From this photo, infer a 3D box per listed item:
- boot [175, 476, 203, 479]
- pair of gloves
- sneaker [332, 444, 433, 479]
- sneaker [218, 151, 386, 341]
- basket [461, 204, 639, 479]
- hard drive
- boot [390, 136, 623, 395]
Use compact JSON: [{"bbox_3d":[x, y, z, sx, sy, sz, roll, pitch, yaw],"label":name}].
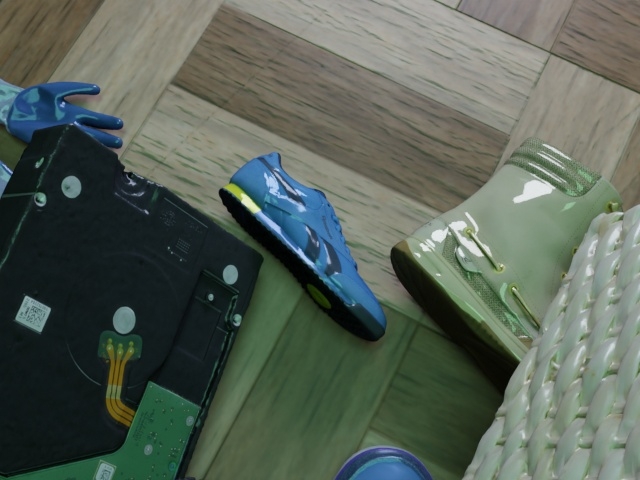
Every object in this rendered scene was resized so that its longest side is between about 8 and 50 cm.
[{"bbox_3d":[-0.123,0.324,0.687,0.118,0.338,0.223,32,98,-5],"label":"boot"},{"bbox_3d":[-0.287,-0.079,0.941,0.159,0.023,0.198,23,71,4],"label":"pair of gloves"},{"bbox_3d":[0.048,0.297,0.702,0.130,0.236,0.323,10,69,1],"label":"sneaker"},{"bbox_3d":[0.000,0.000,0.902,0.082,0.069,0.209,-39,76,-19],"label":"sneaker"},{"bbox_3d":[0.314,0.151,0.670,0.266,0.328,0.331,42,63,-16],"label":"basket"},{"bbox_3d":[-0.193,0.110,0.778,0.064,0.237,0.339,-3,61,44],"label":"hard drive"},{"bbox_3d":[0.220,0.045,0.887,0.203,0.095,0.262,-39,73,-17],"label":"boot"}]
